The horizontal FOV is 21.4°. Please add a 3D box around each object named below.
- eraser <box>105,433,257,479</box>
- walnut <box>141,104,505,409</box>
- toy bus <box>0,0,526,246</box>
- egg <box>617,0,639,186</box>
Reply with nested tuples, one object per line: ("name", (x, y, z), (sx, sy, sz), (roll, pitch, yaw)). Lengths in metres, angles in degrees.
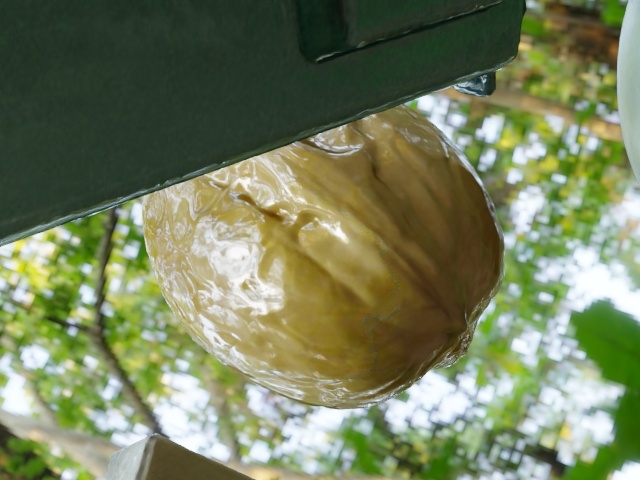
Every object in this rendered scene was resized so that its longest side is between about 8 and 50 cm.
("eraser", (-0.040, 0.301, 1.491), (0.343, 0.078, 0.144), (29, -124, -24))
("walnut", (0.000, 0.000, 0.845), (0.159, 0.207, 0.159), (-20, -57, -33))
("toy bus", (-0.050, -0.089, 0.521), (0.256, 0.147, 0.128), (-22, -63, -41))
("egg", (0.257, -0.068, 0.923), (0.183, 0.183, 0.217), (-34, -65, -35))
